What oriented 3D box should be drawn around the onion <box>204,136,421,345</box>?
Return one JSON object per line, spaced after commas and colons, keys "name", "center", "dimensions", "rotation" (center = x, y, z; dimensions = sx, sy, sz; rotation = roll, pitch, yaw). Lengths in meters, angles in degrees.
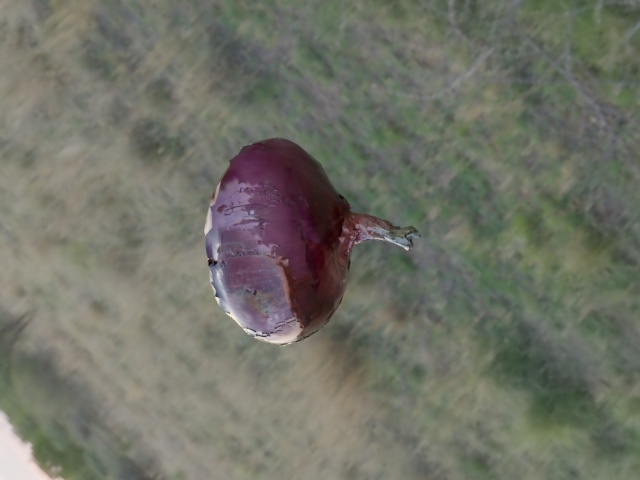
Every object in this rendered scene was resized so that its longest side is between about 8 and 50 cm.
{"name": "onion", "center": [0.000, 0.000, 0.841], "dimensions": [0.140, 0.150, 0.150], "rotation": [-1, 144, 22]}
